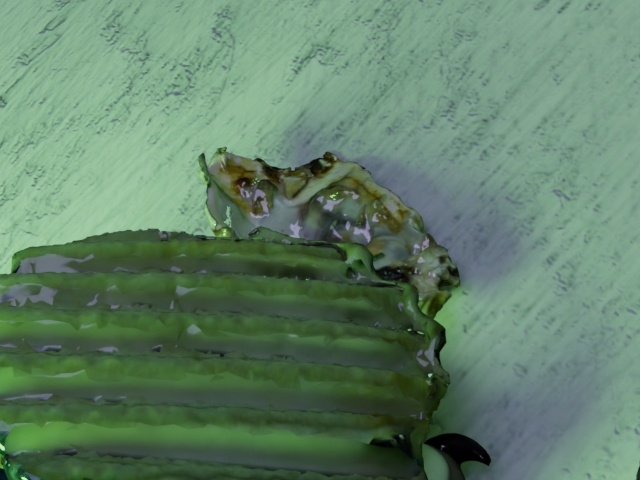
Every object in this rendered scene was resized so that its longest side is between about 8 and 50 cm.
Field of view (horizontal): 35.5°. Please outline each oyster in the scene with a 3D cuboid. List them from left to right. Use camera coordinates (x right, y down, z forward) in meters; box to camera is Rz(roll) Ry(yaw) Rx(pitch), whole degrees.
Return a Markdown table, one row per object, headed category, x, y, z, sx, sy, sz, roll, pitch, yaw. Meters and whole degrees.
| category | x | y | z | sx | sy | sz | roll | pitch | yaw |
| --- | --- | --- | --- | --- | --- | --- | --- | --- | --- |
| oyster | -0.002 | 0.003 | 1.086 | 0.201 | 0.107 | 0.354 | -17 | 37 | -27 |

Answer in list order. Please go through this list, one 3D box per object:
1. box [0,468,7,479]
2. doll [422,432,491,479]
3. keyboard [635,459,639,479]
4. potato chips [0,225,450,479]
| category | x | y | z | sx | sy | sz | roll | pitch | yaw |
| --- | --- | --- | --- | --- | --- | --- | --- | --- | --- |
| box | -0.324 | 0.265 | 0.935 | 0.261 | 0.279 | 0.116 | -48 | 50 | -11 |
| doll | 0.026 | 0.213 | 0.907 | 0.257 | 0.117 | 0.182 | 24 | 64 | 39 |
| keyboard | 0.277 | 0.283 | 0.798 | 0.072 | 0.023 | 0.231 | 4 | 60 | 25 |
| potato chips | -0.101 | 0.112 | 0.837 | 0.429 | 0.070 | 0.358 | 4 | 44 | -7 |
